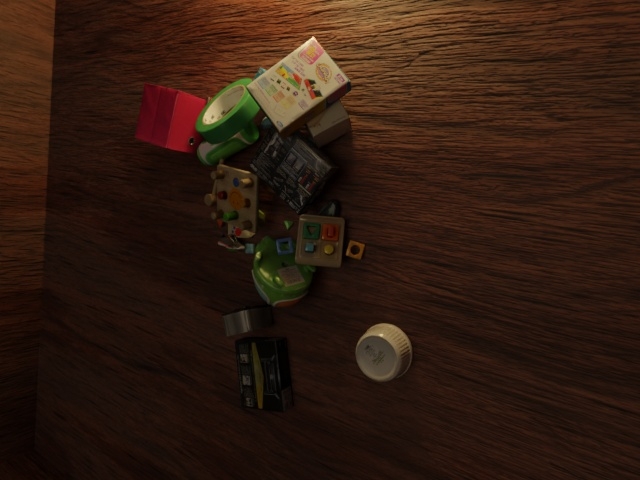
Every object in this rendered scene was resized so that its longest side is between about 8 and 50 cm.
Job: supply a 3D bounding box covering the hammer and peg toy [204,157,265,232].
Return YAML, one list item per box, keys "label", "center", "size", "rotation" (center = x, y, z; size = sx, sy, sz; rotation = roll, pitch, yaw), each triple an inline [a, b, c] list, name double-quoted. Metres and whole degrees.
- label: "hammer and peg toy"
  center: [-0.402, -0.203, 1.810]
  size: [0.361, 0.127, 0.266]
  rotation: [21, 116, 33]

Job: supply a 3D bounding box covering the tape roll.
- label: "tape roll"
  center: [-0.397, -0.561, 1.786]
  size: [0.321, 0.077, 0.322]
  rotation: [-22, 44, 23]

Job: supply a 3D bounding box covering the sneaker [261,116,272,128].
- label: "sneaker"
  center: [-0.186, -0.502, 1.769]
  size: [0.162, 0.063, 0.073]
  rotation: [-9, 91, 31]

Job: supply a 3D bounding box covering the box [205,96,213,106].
- label: "box"
  center: [-0.500, -0.592, 1.935]
  size: [0.027, 0.093, 0.137]
  rotation: [20, 103, 37]

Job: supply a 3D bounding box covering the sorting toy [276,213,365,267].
- label: "sorting toy"
  center: [0.000, 0.000, 1.590]
  size: [0.347, 0.047, 0.196]
  rotation: [5, 83, 1]

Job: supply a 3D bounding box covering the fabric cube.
- label: "fabric cube"
  center: [-0.676, -0.564, 1.953]
  size: [0.258, 0.254, 0.259]
  rotation: [22, 101, 29]

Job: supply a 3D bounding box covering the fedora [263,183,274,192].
- label: "fedora"
  center: [-0.181, -0.300, 1.750]
  size: [0.194, 0.079, 0.195]
  rotation: [8, 106, 30]

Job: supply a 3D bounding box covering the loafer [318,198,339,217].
- label: "loafer"
  center: [0.009, -0.062, 1.657]
  size: [0.076, 0.078, 0.223]
  rotation: [33, 108, 25]

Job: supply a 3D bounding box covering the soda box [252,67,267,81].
- label: "soda box"
  center: [-0.194, -0.645, 1.764]
  size: [0.210, 0.067, 0.071]
  rotation: [48, 114, 21]

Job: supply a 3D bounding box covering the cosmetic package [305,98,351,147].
- label: "cosmetic package"
  center: [-0.018, -0.541, 1.607]
  size: [0.160, 0.113, 0.310]
  rotation: [-28, 76, 2]

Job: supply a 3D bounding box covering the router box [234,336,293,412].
- label: "router box"
  center: [-0.254, 0.592, 1.840]
  size: [0.242, 0.081, 0.309]
  rotation: [-7, 88, 31]

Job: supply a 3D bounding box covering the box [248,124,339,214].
- label: "box"
  center: [-0.113, -0.292, 1.619]
  size: [0.307, 0.076, 0.243]
  rotation: [44, 118, 14]

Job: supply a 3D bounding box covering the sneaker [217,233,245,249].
- label: "sneaker"
  center: [-0.410, 0.003, 1.896]
  size: [0.157, 0.061, 0.065]
  rotation: [15, 93, 29]

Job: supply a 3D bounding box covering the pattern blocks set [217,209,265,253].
- label: "pattern blocks set"
  center: [-0.370, -0.104, 1.915]
  size: [0.285, 0.026, 0.325]
  rotation: [12, 98, 31]

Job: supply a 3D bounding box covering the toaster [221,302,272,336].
- label: "toaster"
  center: [-0.326, 0.349, 1.816]
  size: [0.167, 0.185, 0.110]
  rotation: [-19, 77, 30]

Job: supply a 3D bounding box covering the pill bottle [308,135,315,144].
- label: "pill bottle"
  center: [-0.061, -0.369, 1.695]
  size: [0.116, 0.065, 0.065]
  rotation: [-47, 69, 23]

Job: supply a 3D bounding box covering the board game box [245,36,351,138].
- label: "board game box"
  center: [-0.082, -0.565, 1.529]
  size: [0.316, 0.064, 0.242]
  rotation: [-35, 76, 0]

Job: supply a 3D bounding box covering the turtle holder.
- label: "turtle holder"
  center: [-0.186, 0.133, 1.691]
  size: [0.320, 0.243, 0.228]
  rotation: [33, 136, 14]

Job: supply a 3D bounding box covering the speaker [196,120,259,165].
- label: "speaker"
  center: [-0.423, -0.445, 1.875]
  size: [0.296, 0.131, 0.131]
  rotation: [-21, 81, 30]

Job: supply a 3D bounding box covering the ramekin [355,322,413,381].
- label: "ramekin"
  center: [0.228, 0.421, 1.526]
  size: [0.207, 0.109, 0.208]
  rotation: [2, 93, 31]
